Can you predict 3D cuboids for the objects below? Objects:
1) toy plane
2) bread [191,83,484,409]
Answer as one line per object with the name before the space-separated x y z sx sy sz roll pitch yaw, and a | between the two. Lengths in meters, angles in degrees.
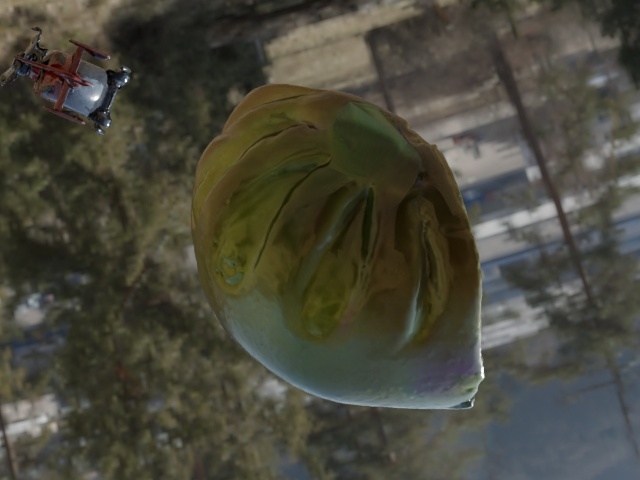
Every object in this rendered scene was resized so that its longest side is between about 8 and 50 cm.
toy plane | -0.128 -0.080 0.641 0.060 0.037 0.145 22 180 -15
bread | 0.005 0.010 0.858 0.156 0.260 0.158 -46 156 -33
